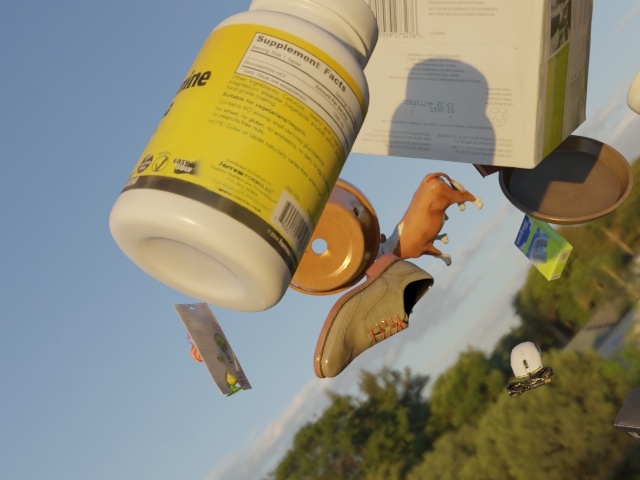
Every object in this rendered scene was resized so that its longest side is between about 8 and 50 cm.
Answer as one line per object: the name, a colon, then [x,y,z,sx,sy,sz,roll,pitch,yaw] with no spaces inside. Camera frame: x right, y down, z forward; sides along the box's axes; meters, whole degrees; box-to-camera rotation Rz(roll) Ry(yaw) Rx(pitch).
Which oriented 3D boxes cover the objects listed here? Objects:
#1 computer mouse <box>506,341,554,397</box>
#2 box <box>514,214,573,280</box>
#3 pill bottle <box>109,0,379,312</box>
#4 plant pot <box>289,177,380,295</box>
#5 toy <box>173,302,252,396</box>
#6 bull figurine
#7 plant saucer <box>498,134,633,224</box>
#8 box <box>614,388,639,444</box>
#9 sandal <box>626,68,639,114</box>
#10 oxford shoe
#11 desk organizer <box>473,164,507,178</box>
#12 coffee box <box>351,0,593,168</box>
computer mouse: [0.452,0.271,2.186,0.106,0.042,0.193,-28,17,14]
box: [0.579,0.007,2.605,0.042,0.178,0.109,-12,-46,-28]
pill bottle: [-0.063,-0.110,1.019,0.188,0.188,0.333,101,-168,-65]
plant pot: [0.000,0.000,2.281,0.291,0.291,0.203,-49,6,6]
toy: [-0.260,0.257,2.282,0.056,0.237,0.137,-40,-17,19]
bull figurine: [0.261,-0.031,2.458,0.189,0.101,0.310,10,-54,-26]
plant saucer: [0.517,-0.125,2.094,0.278,0.278,0.041,-40,-39,-28]
box: [0.699,0.374,1.954,0.093,0.158,0.156,-57,14,-17]
sandal: [0.637,-0.386,1.704,0.416,0.102,0.169,-45,-25,-23]
oxford shoe: [0.113,0.163,2.085,0.348,0.130,0.123,-51,-36,-29]
desk organizer: [0.320,-0.185,1.872,0.050,0.047,0.130,-21,42,31]
coffee box: [0.265,-0.341,1.712,0.334,0.338,0.338,-36,-51,-54]
